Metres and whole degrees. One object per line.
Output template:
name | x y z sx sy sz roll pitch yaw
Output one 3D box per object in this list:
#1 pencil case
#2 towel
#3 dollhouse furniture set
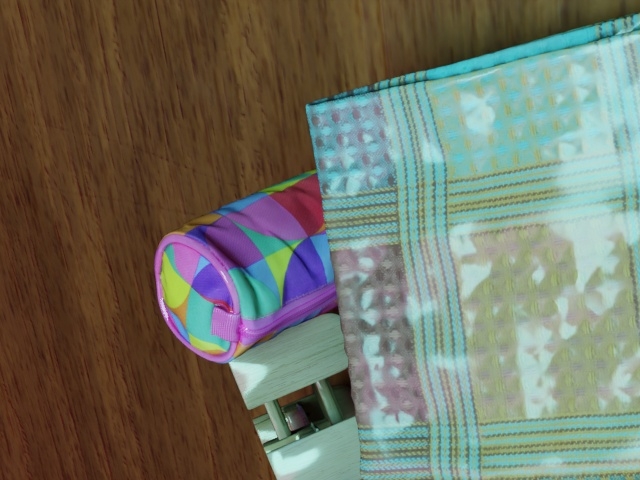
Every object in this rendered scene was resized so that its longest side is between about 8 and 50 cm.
pencil case | 0.000 0.000 1.012 0.104 0.236 0.104 32 134 39
towel | 0.165 0.009 0.852 0.370 0.040 0.271 -10 87 32
dollhouse furniture set | 0.040 0.150 1.121 0.212 0.161 0.242 168 80 -85
